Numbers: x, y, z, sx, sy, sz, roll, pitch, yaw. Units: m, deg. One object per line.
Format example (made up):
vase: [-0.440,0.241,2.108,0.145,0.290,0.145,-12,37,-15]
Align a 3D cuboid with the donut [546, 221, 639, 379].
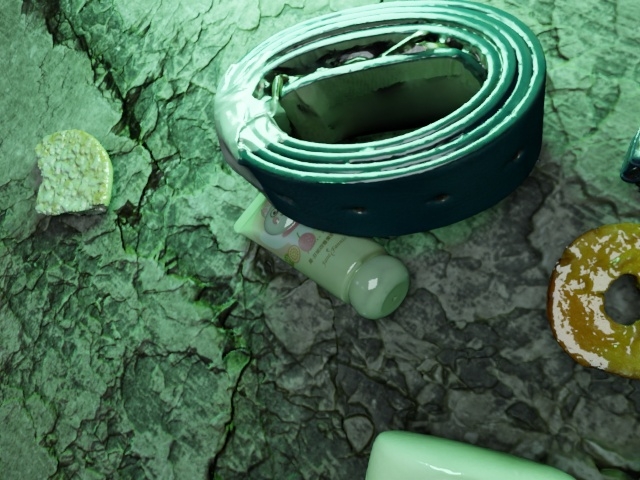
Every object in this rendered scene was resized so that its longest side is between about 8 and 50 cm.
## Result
donut: [0.354,0.070,0.606,0.162,0.065,0.178,19,85,21]

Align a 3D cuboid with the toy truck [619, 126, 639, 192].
toy truck: [0.459,-0.079,0.580,0.201,0.088,0.074,20,88,26]

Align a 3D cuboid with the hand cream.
hand cream: [0.000,0.000,0.769,0.306,0.093,0.147,37,89,35]

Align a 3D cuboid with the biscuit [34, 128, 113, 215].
biscuit: [-0.504,-0.127,1.032,0.265,0.040,0.188,40,95,27]

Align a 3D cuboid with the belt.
belt: [0.069,-0.166,0.696,0.436,0.173,0.300,-1,61,24]

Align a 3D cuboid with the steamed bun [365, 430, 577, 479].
steamed bun: [0.160,0.308,0.576,0.241,0.164,0.146,6,82,23]
